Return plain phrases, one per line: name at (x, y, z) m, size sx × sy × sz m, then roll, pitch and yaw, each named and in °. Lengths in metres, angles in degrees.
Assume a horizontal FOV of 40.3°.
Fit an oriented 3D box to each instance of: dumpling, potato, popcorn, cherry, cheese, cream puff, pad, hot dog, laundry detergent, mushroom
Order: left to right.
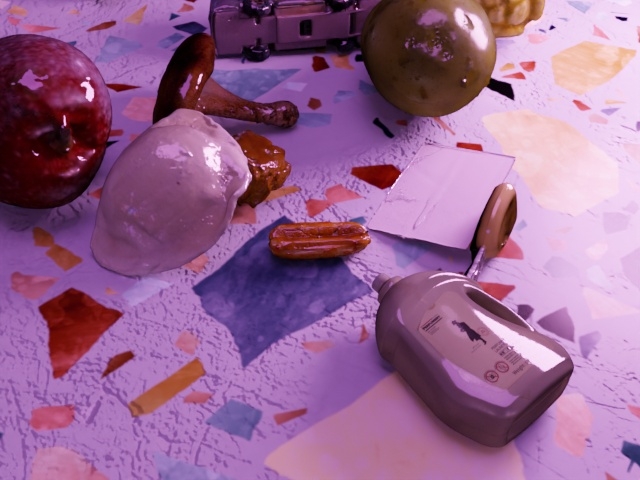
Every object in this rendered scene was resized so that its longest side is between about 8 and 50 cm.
cherry at (-0.401, -0.167, 1.195) m, size 0.203 × 0.230 × 0.300 m, roll -10°, pitch 30°, yaw -33°
dumpling at (-0.195, -0.057, 1.162) m, size 0.179 × 0.131 × 0.252 m, roll 30°, pitch 74°, yaw 16°
mushroom at (-0.138, -0.208, 1.342) m, size 0.217 × 0.148 × 0.227 m, roll 18°, pitch 49°, yaw -9°
cream puff at (-0.108, -0.101, 1.248) m, size 0.122 × 0.094 × 0.116 m, roll 23°, pitch 34°, yaw -19°
hot dog at (0.000, 0.001, 1.187) m, size 0.144 × 0.038 × 0.062 m, roll -3°, pitch 42°, yaw -11°
potato at (0.173, -0.312, 1.394) m, size 0.215 × 0.216 × 0.304 m, roll 9°, pitch 34°, yaw 4°
pad at (0.181, -0.071, 1.277) m, size 0.156 × 0.004 × 0.232 m, roll 13°, pitch 44°, yaw 24°
laundry detergent at (0.161, 0.118, 1.045) m, size 0.181 × 0.091 × 0.253 m, roll -30°, pitch 54°, yaw -31°
popcorn at (0.297, -0.466, 1.570) m, size 0.254 × 0.195 × 0.256 m, roll -16°, pitch 24°, yaw -36°
cheese at (0.226, 0.002, 1.184) m, size 0.036 × 0.086 × 0.162 m, roll 19°, pitch 60°, yaw 23°

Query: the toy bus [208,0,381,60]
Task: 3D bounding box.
toy bus at (-0.042, -0.400, 1.542) m, size 0.316 × 0.112 × 0.138 m, roll -4°, pitch 41°, yaw -10°
